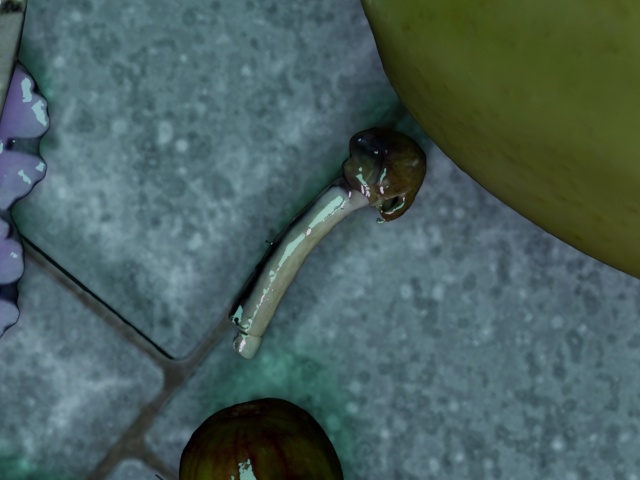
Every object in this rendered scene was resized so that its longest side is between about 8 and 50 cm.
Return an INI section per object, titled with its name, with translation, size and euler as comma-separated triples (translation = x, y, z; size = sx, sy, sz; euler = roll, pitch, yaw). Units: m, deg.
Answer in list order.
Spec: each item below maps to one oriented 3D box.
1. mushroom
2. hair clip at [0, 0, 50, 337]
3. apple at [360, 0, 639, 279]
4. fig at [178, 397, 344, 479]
[mushroom]
translation = 0.000, 0.000, 1.171
size = 0.060, 0.061, 0.187
euler = 44, 99, 12
[hair clip]
translation = -0.229, -0.038, 1.130
size = 0.106, 0.084, 0.292
euler = 4, 94, -40
[apple]
translation = 0.246, -0.184, 0.989
size = 0.473, 0.473, 0.474
euler = 0, 89, -3
[fig]
translation = -0.031, 0.180, 1.138
size = 0.109, 0.103, 0.155
euler = -21, 105, -26
